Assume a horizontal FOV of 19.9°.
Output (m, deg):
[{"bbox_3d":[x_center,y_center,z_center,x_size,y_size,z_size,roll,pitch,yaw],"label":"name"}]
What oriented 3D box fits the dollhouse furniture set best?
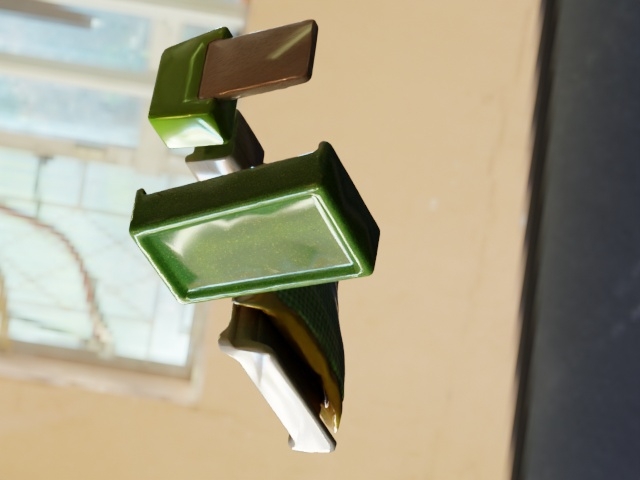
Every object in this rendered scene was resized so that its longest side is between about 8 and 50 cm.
[{"bbox_3d":[0.000,0.000,1.378,0.301,0.151,0.197,59,-152,-42],"label":"dollhouse furniture set"}]
